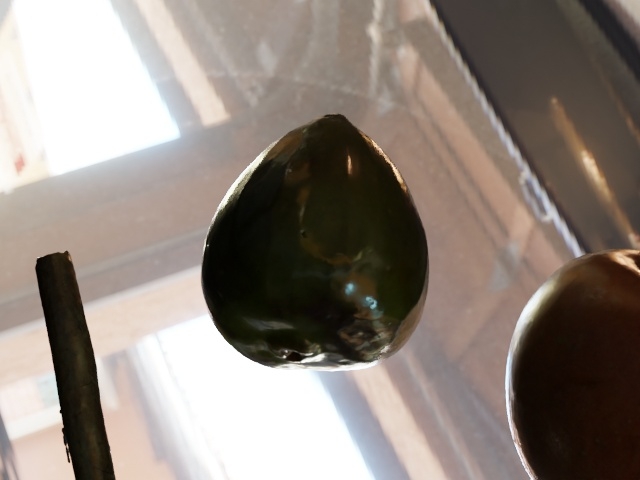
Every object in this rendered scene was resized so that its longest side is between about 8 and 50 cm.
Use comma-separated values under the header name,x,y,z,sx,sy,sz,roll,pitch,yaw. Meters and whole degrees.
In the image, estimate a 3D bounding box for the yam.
name,x,y,z,sx,sy,sz,roll,pitch,yaw
yam,-0.134,0.120,0.715,0.027,0.029,0.234,71,7,-77

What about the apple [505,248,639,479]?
name,x,y,z,sx,sy,sz,roll,pitch,yaw
apple,0.273,0.115,0.987,0.253,0.254,0.253,161,-90,-74

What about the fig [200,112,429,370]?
name,x,y,z,sx,sy,sz,roll,pitch,yaw
fig,0.000,0.000,1.109,0.203,0.203,0.225,108,-9,-65
